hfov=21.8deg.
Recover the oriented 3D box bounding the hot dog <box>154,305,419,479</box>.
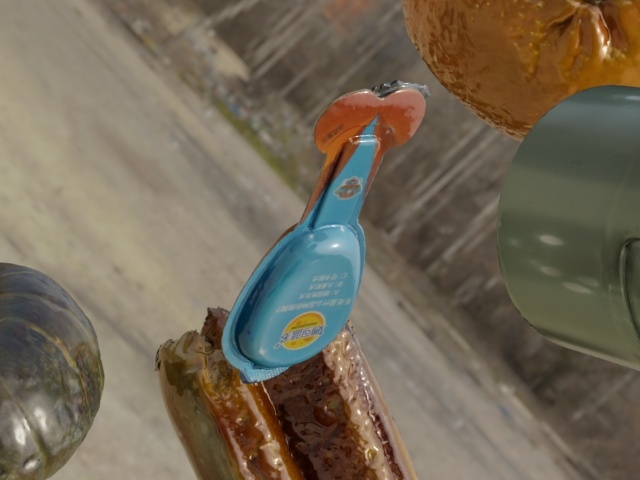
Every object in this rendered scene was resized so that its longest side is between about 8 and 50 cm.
[{"bbox_3d":[-0.003,0.198,1.283,0.349,0.158,0.117,65,-11,-10],"label":"hot dog"}]

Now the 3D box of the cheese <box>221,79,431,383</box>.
[{"bbox_3d":[0.000,0.000,1.107,0.106,0.256,0.037,-6,41,-37],"label":"cheese"}]

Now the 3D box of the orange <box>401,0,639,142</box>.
[{"bbox_3d":[0.140,-0.140,0.905,0.193,0.193,0.161,48,5,10],"label":"orange"}]

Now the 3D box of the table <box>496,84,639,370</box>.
[{"bbox_3d":[0.187,0.006,0.668,0.126,0.126,0.220,45,-15,-30],"label":"table"}]

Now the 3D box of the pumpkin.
[{"bbox_3d":[-0.252,0.113,1.164,0.219,0.219,0.162,-125,-167,-61],"label":"pumpkin"}]
